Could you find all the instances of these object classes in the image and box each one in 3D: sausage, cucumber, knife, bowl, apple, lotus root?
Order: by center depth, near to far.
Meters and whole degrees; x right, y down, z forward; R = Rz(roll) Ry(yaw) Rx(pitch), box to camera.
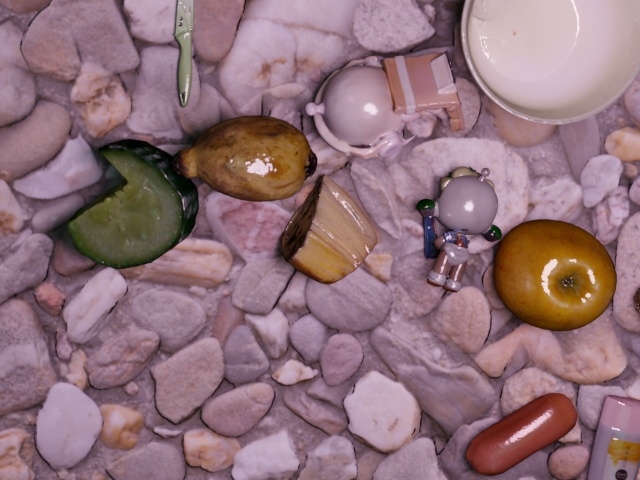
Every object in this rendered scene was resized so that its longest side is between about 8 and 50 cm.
[{"bbox_3d":[-0.109,-0.119,1.362,0.214,0.138,0.138,-7,98,-25],"label":"lotus root"},{"bbox_3d":[0.331,-0.309,1.372,0.277,0.145,0.277,-1,97,-5],"label":"bowl"},{"bbox_3d":[-0.275,-0.047,1.386,0.191,0.130,0.191,1,99,4],"label":"cucumber"},{"bbox_3d":[-0.208,-0.307,1.406,0.030,0.014,0.207,3,96,-4],"label":"knife"},{"bbox_3d":[0.360,0.055,1.414,0.182,0.155,0.182,-1,103,-4],"label":"apple"},{"bbox_3d":[0.004,0.001,1.427,0.135,0.095,0.159,43,53,-13],"label":"lotus root"},{"bbox_3d":[0.324,0.313,1.489,0.194,0.077,0.077,-32,98,1],"label":"sausage"}]

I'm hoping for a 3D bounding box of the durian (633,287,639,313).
[{"bbox_3d":[0.546,0.099,1.470,0.091,0.080,0.080,-14,101,42],"label":"durian"}]

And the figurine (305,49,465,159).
[{"bbox_3d":[0.097,-0.204,1.389,0.236,0.141,0.163,-14,70,1],"label":"figurine"}]

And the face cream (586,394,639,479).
[{"bbox_3d":[0.485,0.355,1.511,0.084,0.057,0.198,10,97,-5],"label":"face cream"}]

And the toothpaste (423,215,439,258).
[{"bbox_3d":[0.175,-0.011,1.465,0.027,0.019,0.083,-10,100,-26],"label":"toothpaste"}]

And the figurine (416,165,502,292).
[{"bbox_3d":[0.213,-0.021,1.426,0.147,0.093,0.197,20,93,-14],"label":"figurine"}]
